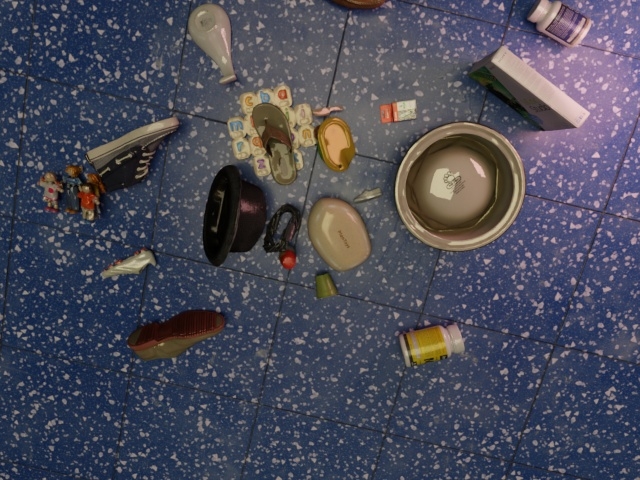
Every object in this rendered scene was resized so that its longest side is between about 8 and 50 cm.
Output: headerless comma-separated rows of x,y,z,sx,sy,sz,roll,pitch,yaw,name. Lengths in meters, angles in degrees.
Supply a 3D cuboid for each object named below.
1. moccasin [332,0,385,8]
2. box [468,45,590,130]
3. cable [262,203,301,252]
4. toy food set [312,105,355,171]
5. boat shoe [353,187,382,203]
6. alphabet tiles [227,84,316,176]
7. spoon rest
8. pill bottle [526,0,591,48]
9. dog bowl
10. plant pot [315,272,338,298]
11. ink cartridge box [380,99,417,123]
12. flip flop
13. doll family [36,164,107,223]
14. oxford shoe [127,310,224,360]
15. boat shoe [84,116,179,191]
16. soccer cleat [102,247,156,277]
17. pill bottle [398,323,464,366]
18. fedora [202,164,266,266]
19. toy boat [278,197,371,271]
0.032,-0.822,1.376,0.380,0.147,0.139,31,101,-5,moccasin
0.618,-0.449,1.391,0.322,0.232,0.058,36,99,-5,box
-0.132,-0.039,1.552,0.047,0.151,0.184,29,62,-34,cable
0.034,-0.335,1.521,0.128,0.071,0.217,-24,107,-25,toy food set
0.160,-0.155,1.569,0.100,0.035,0.035,-17,73,9,boat shoe
-0.162,-0.364,1.540,0.285,0.021,0.277,-10,103,4,alphabet tiles
-0.336,-0.627,1.474,0.138,0.084,0.276,-20,87,4,spoon rest
0.730,-0.674,1.411,0.170,0.094,0.094,27,101,-4,pill bottle
0.436,-0.175,1.495,0.409,0.150,0.407,1,102,2,dog bowl
0.014,0.157,1.617,0.084,0.083,0.079,-16,88,5,plant pot
0.257,-0.424,1.510,0.115,0.029,0.062,-7,102,3,ink cartridge box
-0.146,-0.313,1.499,0.113,0.080,0.276,-13,103,4,flip flop
-0.829,-0.169,1.569,0.263,0.118,0.163,15,109,17,doll family
-0.507,0.350,1.667,0.349,0.123,0.130,-12,127,3,oxford shoe
-0.597,-0.283,1.530,0.341,0.127,0.158,-19,107,14,boat shoe
-0.680,0.096,1.629,0.196,0.068,0.076,-25,103,4,soccer cleat
0.390,0.368,1.621,0.209,0.119,0.119,-15,101,5,pill bottle
-0.272,-0.075,1.511,0.153,0.334,0.333,7,103,-31,fedora
0.000,0.000,1.561,0.319,0.148,0.267,-26,105,-1,toy boat
